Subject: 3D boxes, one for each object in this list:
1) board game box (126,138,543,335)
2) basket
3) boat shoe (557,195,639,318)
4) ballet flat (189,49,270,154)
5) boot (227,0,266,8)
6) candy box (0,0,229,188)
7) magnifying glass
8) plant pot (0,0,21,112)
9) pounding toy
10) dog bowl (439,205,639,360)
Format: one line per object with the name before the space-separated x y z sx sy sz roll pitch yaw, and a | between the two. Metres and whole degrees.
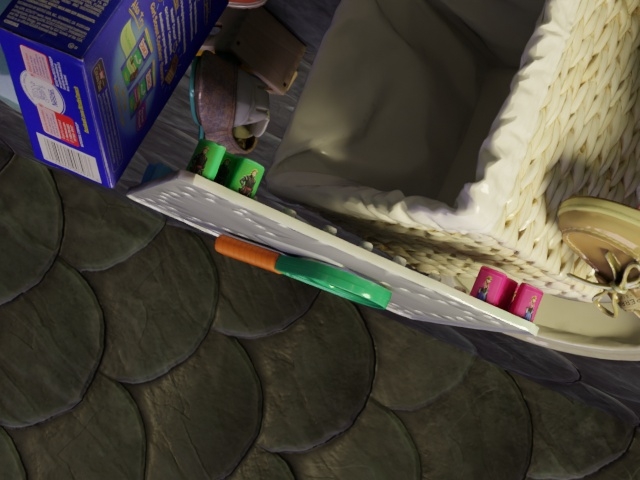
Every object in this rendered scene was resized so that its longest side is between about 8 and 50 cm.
board game box | 0.000 0.000 1.427 0.390 0.050 0.390 24 173 -14
basket | 0.174 -0.129 1.425 0.266 0.331 0.328 33 166 -39
boat shoe | 0.340 0.059 1.265 0.285 0.089 0.104 34 165 -7
ballet flat | -0.124 -0.190 1.848 0.106 0.107 0.316 4 171 -2
boot | -0.135 -0.354 1.692 0.158 0.059 0.084 26 162 -2
candy box | -0.227 -0.265 1.528 0.122 0.317 0.268 24 153 11
magnifying glass | -0.023 0.031 1.445 0.231 0.026 0.092 15 171 35
plant pot | -0.337 -0.327 1.779 0.290 0.290 0.195 31 129 -28
pounding toy | -0.114 -0.261 1.931 0.181 0.094 0.206 11 161 44
dog bowl | 0.382 0.040 2.017 0.408 0.150 0.408 16 160 6
